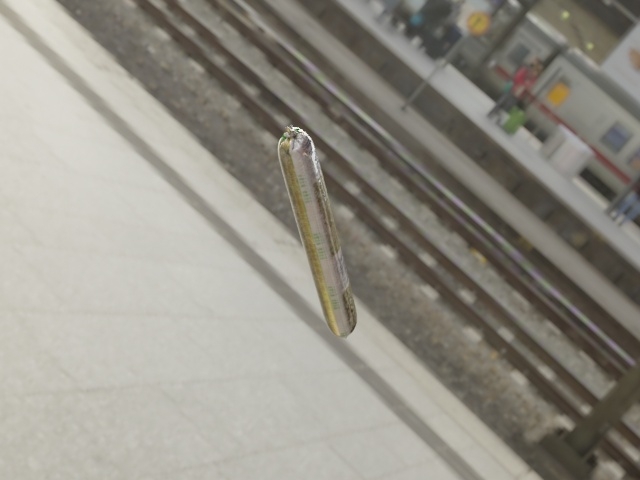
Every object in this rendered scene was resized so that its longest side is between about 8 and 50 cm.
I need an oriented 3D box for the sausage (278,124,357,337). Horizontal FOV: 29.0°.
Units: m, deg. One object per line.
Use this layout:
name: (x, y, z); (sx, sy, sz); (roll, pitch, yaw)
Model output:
sausage: (0.000, 0.000, 1.078); (0.033, 0.033, 0.269); (52, -16, 42)
